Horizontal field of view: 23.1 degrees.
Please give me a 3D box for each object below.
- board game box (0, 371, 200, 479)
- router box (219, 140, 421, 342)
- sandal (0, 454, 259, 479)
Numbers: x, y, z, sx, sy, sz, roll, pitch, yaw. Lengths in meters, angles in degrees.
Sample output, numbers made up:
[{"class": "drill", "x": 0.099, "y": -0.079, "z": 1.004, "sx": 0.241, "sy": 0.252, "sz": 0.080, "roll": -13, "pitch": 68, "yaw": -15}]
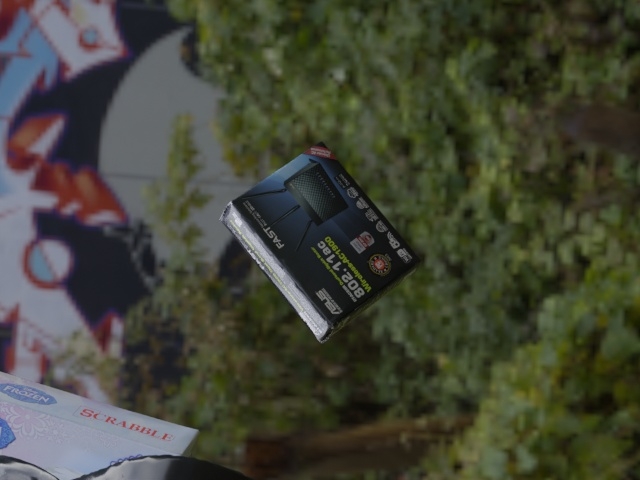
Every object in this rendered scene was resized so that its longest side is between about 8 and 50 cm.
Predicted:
[{"class": "board game box", "x": -0.317, "y": 0.319, "z": 1.761, "sx": 0.066, "sy": 0.318, "sz": 0.318, "roll": -52, "pitch": -25, "yaw": -67}, {"class": "router box", "x": 0.000, "y": 0.000, "z": 1.150, "sx": 0.122, "sy": 0.092, "sz": 0.038, "roll": 50, "pitch": 154, "yaw": 8}, {"class": "sandal", "x": -0.184, "y": 0.214, "z": 1.139, "sx": 0.445, "sy": 0.167, "sz": 0.107, "roll": -21, "pitch": 45, "yaw": 39}]
